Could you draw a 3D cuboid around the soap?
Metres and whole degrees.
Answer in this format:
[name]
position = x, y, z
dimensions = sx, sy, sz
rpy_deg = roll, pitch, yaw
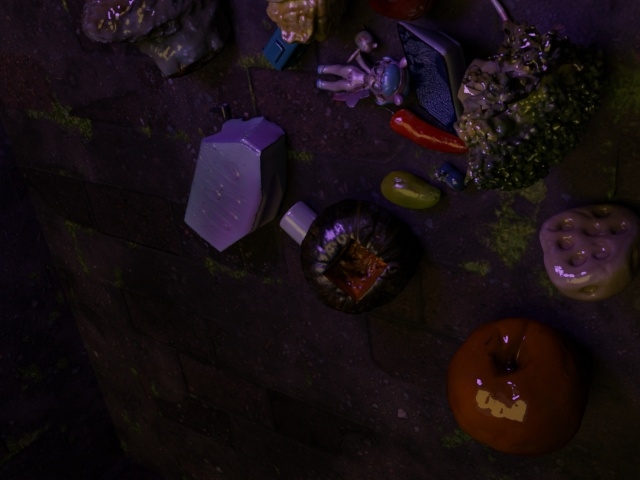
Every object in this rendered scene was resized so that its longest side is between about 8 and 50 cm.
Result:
[soap]
position = -0.246, -0.170, 2.078
dimensions = 0.261, 0.156, 0.446
rpy_deg = 38, 135, 14

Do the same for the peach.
[peach]
position = 0.482, 0.367, 1.711
dimensions = 0.342, 0.343, 0.302
rpy_deg = 16, 150, 32

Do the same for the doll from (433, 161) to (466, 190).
[doll]
position = 0.318, -0.152, 1.676
dimensions = 0.083, 0.076, 0.050
rpy_deg = 41, 102, 21

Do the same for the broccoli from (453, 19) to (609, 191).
[broccoli]
position = 0.398, -0.250, 1.344
dimensions = 0.271, 0.324, 0.334
rpy_deg = 21, 121, 7

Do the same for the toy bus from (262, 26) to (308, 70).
[toy bus]
position = -0.076, -0.506, 1.748
dimensions = 0.079, 0.091, 0.160
rpy_deg = 50, 138, 3

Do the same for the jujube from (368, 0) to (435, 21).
[jujube]
position = 0.185, -0.578, 1.438
dimensions = 0.168, 0.168, 0.237
rpy_deg = 27, 115, 24

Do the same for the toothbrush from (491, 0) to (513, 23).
[toothbrush]
position = 0.389, -0.457, 1.438
dimensions = 0.025, 0.020, 0.287
rpy_deg = -25, 100, 40

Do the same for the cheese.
[cheese]
position = 0.574, 0.020, 1.476
dimensions = 0.218, 0.235, 0.117
rpy_deg = 41, 164, 47

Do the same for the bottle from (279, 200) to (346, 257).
[bottle]
position = 0.000, 0.000, 2.020
dimensions = 0.245, 0.104, 0.104
rpy_deg = 42, 137, 10

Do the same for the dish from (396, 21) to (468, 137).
[dish]
position = 0.268, -0.364, 1.512
dimensions = 0.182, 0.080, 0.243
rpy_deg = 53, 173, 43

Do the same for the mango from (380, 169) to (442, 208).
[mango]
position = 0.228, -0.126, 1.760
dimensions = 0.165, 0.074, 0.091
rpy_deg = 17, 126, 31

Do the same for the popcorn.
[popcorn]
position = -0.032, -0.563, 1.566
dimensions = 0.181, 0.235, 0.217
rpy_deg = 25, 154, 10

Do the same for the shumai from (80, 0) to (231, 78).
[shumai]
position = -0.404, -0.610, 1.840
dimensions = 0.324, 0.397, 0.323
rpy_deg = 28, 167, 49

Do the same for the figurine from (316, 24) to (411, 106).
[figurine]
position = 0.109, -0.408, 1.671
dimensions = 0.260, 0.102, 0.205
rpy_deg = 12, 89, 37

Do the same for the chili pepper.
[chili pepper]
position = 0.247, -0.263, 1.665
dimensions = 0.272, 0.063, 0.071
rpy_deg = 30, 146, 18

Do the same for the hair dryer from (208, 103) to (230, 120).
[hair dryer]
position = -0.306, -0.386, 2.076
dimensions = 0.083, 0.026, 0.047
rpy_deg = 13, 125, 38

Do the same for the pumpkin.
[pumpkin]
position = 0.095, 0.048, 1.860
dimensions = 0.320, 0.192, 0.321
rpy_deg = 2, 111, 6
